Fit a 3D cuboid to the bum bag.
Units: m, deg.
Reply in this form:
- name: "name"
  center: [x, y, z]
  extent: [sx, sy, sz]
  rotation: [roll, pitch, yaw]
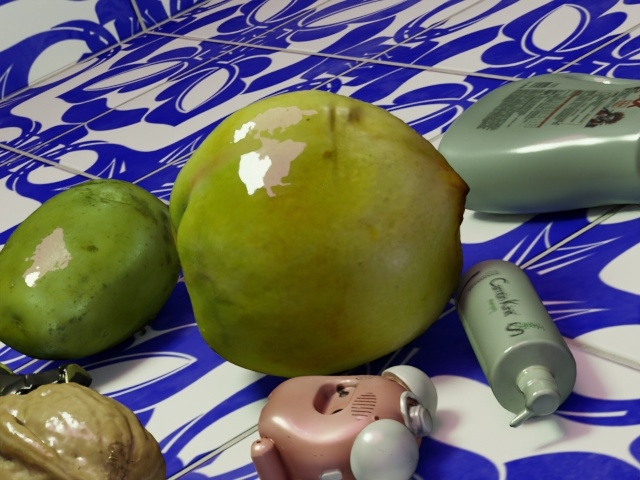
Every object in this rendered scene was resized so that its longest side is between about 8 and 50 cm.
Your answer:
- name: "bum bag"
  center: [-0.385, 0.180, 2.043]
  extent: [0.232, 0.060, 0.106]
  rotation: [1, 21, 41]

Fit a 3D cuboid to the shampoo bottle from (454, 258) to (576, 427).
- name: "shampoo bottle"
  center: [0.194, 0.102, 1.644]
  extent: [0.085, 0.085, 0.262]
  rotation: [-20, 21, 2]

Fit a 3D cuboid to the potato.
- name: "potato"
  center: [-0.296, 0.037, 2.109]
  extent: [0.216, 0.216, 0.304]
  rotation: [-7, 16, 34]

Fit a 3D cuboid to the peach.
- name: "peach"
  center: [-0.006, 0.004, 1.799]
  extent: [0.315, 0.314, 0.281]
  rotation: [1, 54, -3]

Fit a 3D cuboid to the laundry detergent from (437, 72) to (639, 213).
- name: "laundry detergent"
  center: [0.360, -0.123, 2.001]
  extent: [0.398, 0.125, 0.264]
  rotation: [3, 31, 46]

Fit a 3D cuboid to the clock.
- name: "clock"
  center: [0.028, 0.178, 1.608]
  extent: [0.162, 0.093, 0.166]
  rotation: [-10, 22, 19]

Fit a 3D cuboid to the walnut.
- name: "walnut"
  center: [-0.253, 0.232, 1.605]
  extent: [0.198, 0.198, 0.245]
  rotation: [-33, 22, -29]
